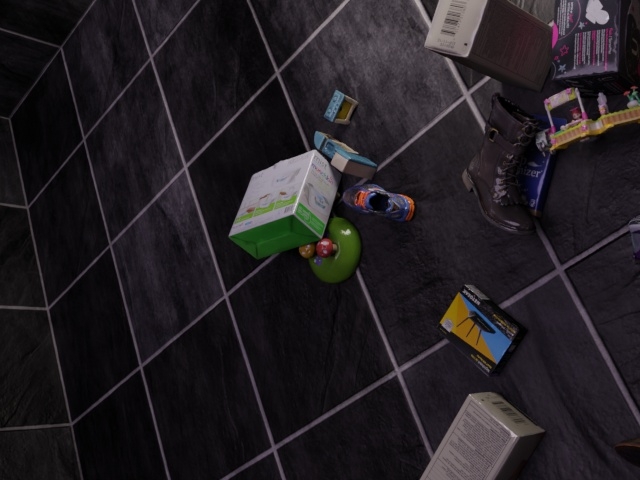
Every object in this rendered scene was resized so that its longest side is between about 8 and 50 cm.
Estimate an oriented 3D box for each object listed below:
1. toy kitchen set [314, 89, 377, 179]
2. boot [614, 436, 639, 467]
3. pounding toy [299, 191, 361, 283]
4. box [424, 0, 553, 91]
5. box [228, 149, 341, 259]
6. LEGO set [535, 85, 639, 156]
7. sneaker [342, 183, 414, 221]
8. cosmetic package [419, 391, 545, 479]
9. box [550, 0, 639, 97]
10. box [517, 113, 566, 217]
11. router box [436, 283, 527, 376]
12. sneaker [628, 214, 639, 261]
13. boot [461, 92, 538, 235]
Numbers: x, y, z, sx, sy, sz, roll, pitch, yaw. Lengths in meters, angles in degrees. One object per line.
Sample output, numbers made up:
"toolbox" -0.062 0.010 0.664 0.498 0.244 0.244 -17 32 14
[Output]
"toy kitchen set" 0.069 -0.289 2.117 0.207 0.122 0.166 39 111 39
"boot" 0.666 0.378 1.506 0.082 0.106 0.219 48 153 -11
"pounding toy" 0.000 0.000 2.150 0.183 0.110 0.237 -39 60 32
"box" 0.380 -0.433 1.715 0.121 0.311 0.148 27 102 42
"box" -0.099 -0.099 2.186 0.262 0.126 0.231 -18 43 41
"LEGO set" 0.564 -0.267 1.612 0.287 0.132 0.107 -19 82 33
"sneaker" 0.138 -0.105 2.050 0.221 0.087 0.083 13 92 43
"cosmetic package" 0.342 0.496 1.743 0.153 0.129 0.296 40 111 38
"box" 0.578 -0.437 1.632 0.142 0.163 0.247 2 85 40
"box" 0.462 -0.176 1.792 0.136 0.036 0.225 18 95 43
"router box" 0.367 0.205 1.817 0.179 0.046 0.133 42 113 38
"sneaker" 0.707 0.008 1.522 0.223 0.083 0.098 10 114 46
"boot" 0.408 -0.164 1.704 0.263 0.091 0.229 56 142 37
